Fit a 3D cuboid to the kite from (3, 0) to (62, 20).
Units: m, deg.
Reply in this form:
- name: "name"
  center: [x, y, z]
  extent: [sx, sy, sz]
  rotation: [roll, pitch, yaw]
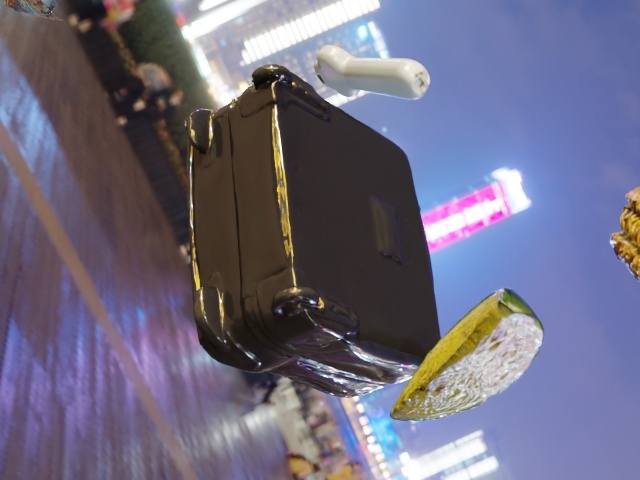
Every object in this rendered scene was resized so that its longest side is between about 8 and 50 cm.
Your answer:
- name: "kite"
  center: [-0.412, -0.344, 1.311]
  extent: [0.183, 0.010, 0.160]
  rotation: [43, 20, -36]

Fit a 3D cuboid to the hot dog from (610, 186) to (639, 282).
- name: "hot dog"
  center: [0.267, 0.004, 0.773]
  extent: [0.165, 0.045, 0.071]
  rotation: [-79, -172, -74]

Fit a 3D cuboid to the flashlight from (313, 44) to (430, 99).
- name: "flashlight"
  center: [0.075, -0.241, 1.422]
  extent: [0.200, 0.047, 0.093]
  rotation: [15, -26, 43]

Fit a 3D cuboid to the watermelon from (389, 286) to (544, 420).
- name: "watermelon"
  center: [0.147, 0.109, 0.889]
  extent: [0.075, 0.181, 0.092]
  rotation: [40, 36, 3]

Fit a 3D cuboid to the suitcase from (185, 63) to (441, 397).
- name: "suitcase"
  center: [0.000, 0.000, 1.201]
  extent: [0.339, 0.188, 0.345]
  rotation: [23, 49, -44]
